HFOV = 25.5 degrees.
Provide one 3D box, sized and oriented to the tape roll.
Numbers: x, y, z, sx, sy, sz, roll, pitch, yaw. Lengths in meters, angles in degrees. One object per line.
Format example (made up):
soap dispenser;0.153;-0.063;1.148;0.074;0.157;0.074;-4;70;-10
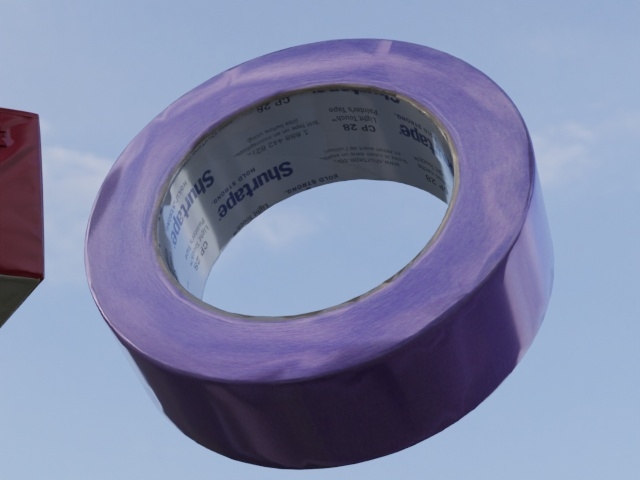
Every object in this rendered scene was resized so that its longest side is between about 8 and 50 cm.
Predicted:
tape roll;0.000;0.000;0.862;0.274;0.275;0.090;-8;-42;12

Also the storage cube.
storage cube;-0.404;-0.020;1.466;0.183;0.193;0.215;8;-28;-30
